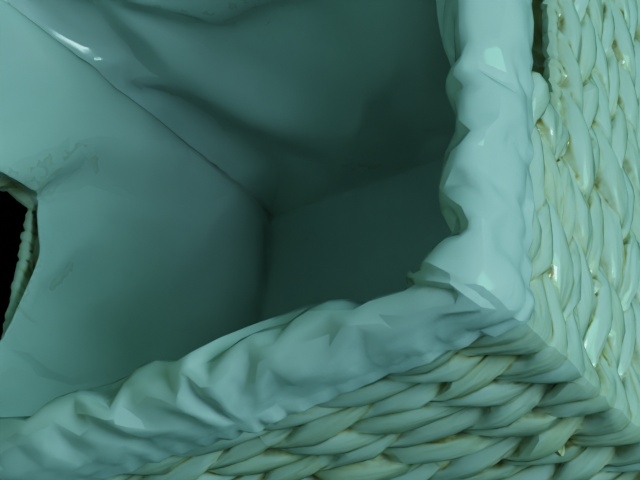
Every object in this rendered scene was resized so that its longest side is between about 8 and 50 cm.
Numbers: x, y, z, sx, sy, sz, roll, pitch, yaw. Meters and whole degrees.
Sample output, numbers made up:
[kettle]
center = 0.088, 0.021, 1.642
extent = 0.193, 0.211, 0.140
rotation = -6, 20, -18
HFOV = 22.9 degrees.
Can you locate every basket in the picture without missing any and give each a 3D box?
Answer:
[basket]
center = 0.000, 0.000, 0.721
extent = 0.266, 0.331, 0.328
rotation = 42, 39, -39
